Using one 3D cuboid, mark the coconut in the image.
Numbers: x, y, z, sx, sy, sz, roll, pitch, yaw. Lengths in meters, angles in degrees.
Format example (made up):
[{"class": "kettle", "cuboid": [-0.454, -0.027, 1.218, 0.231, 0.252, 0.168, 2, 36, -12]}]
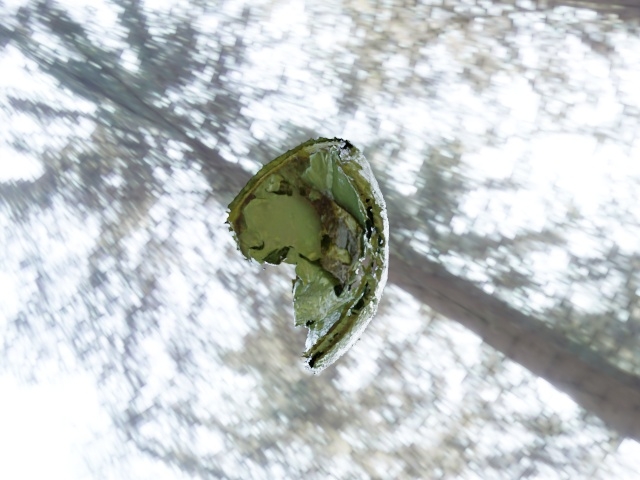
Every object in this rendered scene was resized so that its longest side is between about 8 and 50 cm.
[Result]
[{"class": "coconut", "cuboid": [0.003, 0.003, 0.973, 0.055, 0.158, 0.133, 11, -50, -29]}]
